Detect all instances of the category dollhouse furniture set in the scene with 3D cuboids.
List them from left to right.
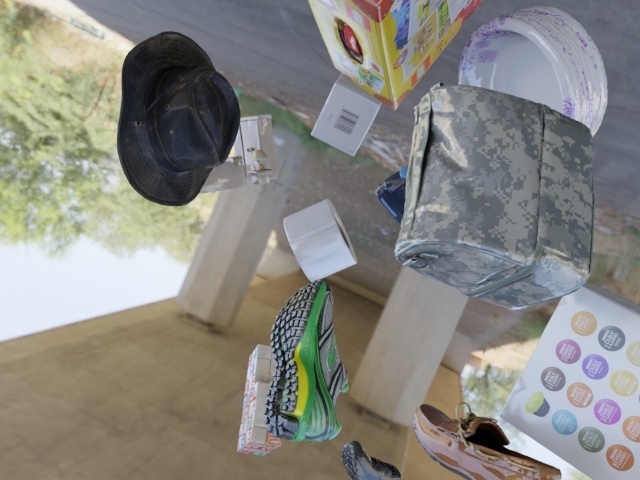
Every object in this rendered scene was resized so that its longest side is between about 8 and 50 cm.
[{"bbox_3d":[-0.303,-0.223,1.618,0.356,0.173,0.303,-13,-167,-35],"label":"dollhouse furniture set"}]

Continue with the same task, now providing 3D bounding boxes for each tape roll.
[{"bbox_3d":[0.000,0.000,2.136,0.246,0.169,0.246,-24,-90,-82],"label":"tape roll"}]

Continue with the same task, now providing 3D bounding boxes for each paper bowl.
[{"bbox_3d":[0.401,-0.287,1.163,0.148,0.284,0.284,-27,-155,-20],"label":"paper bowl"}]

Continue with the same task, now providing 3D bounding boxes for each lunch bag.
[{"bbox_3d":[0.251,-0.073,0.960,0.256,0.305,0.212,19,158,-17],"label":"lunch bag"}]

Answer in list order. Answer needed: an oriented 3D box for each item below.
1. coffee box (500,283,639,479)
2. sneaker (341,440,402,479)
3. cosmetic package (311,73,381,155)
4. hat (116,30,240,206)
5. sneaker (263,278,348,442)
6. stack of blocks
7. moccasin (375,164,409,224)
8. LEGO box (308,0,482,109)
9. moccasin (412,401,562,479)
[{"bbox_3d":[0.654,0.314,1.361,0.334,0.337,0.338,31,-168,33],"label":"coffee box"},{"bbox_3d":[0.149,0.636,1.698,0.109,0.130,0.286,38,155,59],"label":"sneaker"},{"bbox_3d":[0.115,-0.443,1.966,0.155,0.197,0.365,26,-145,-2],"label":"cosmetic package"},{"bbox_3d":[-0.231,-0.224,1.183,0.134,0.331,0.331,8,175,27],"label":"hat"},{"bbox_3d":[-0.017,0.238,1.263,0.146,0.343,0.134,25,145,-29],"label":"sneaker"},{"bbox_3d":[-0.167,0.465,1.848,0.087,0.297,0.171,13,149,-15],"label":"stack of blocks"},{"bbox_3d":[0.242,-0.023,1.449,0.342,0.117,0.137,56,-157,-22],"label":"moccasin"},{"bbox_3d":[0.170,-0.525,1.212,0.193,0.372,0.500,39,-179,12],"label":"LEGO box"},{"bbox_3d":[0.320,0.411,1.257,0.139,0.146,0.380,16,-178,-22],"label":"moccasin"}]
